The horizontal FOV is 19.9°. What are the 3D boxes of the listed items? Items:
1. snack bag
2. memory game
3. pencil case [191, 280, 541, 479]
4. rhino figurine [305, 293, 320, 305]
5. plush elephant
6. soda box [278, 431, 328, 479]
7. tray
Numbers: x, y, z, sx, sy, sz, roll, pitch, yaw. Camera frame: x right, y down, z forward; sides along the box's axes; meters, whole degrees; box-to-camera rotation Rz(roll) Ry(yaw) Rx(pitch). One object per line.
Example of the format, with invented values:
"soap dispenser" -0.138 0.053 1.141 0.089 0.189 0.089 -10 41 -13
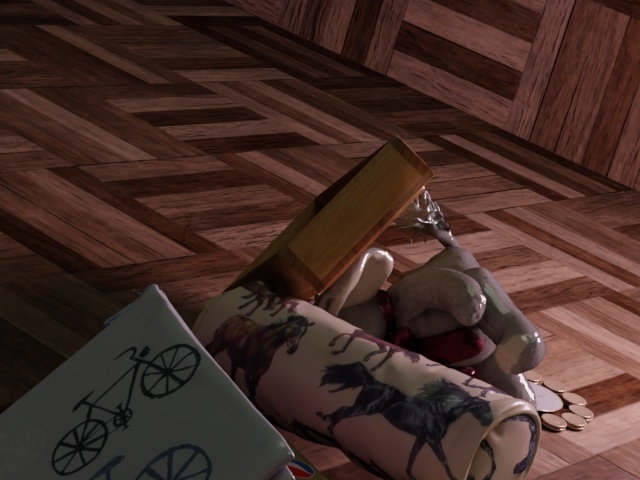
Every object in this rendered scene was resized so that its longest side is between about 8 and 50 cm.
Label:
"snack bag" -0.210 0.219 1.662 0.037 0.323 0.342 52 -5 -36
"memory game" 0.287 0.216 2.517 0.186 0.012 0.186 16 19 -5
"pencil case" 0.050 0.188 2.089 0.410 0.160 0.183 23 -19 27
"rhino figurine" 0.057 0.118 2.507 0.243 0.073 0.106 16 22 3
"plush elephant" 0.101 0.120 2.305 0.330 0.255 0.272 59 -10 18
"soda box" -0.048 0.262 2.002 0.058 0.061 0.181 2 23 -36
"tray" 0.000 0.000 2.311 0.076 0.203 0.411 45 -15 -2
